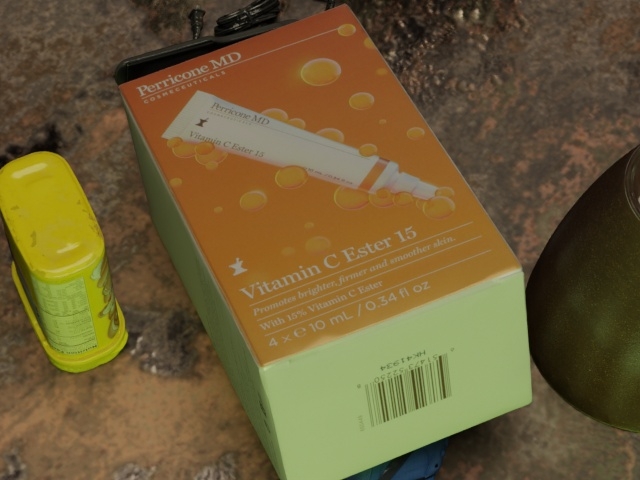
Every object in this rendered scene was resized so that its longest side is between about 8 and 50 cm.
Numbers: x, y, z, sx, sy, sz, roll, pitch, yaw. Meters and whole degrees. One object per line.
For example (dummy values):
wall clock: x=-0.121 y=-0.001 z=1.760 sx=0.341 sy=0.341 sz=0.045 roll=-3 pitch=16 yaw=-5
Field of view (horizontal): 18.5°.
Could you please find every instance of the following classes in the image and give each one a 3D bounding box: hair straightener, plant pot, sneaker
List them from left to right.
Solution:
hair straightener: x=-0.088 y=-0.194 z=1.809 sx=0.230 sy=0.047 sz=0.089 roll=-27 pitch=65 yaw=-15
sneaker: x=0.079 y=0.156 z=1.614 sx=0.082 sy=0.069 sz=0.209 roll=46 pitch=66 yaw=1
plant pot: x=0.282 y=0.014 z=1.594 sx=0.215 sy=0.230 sz=0.215 roll=0 pitch=61 yaw=0

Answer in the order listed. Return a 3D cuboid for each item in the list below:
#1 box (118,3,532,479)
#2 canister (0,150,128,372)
box: x=0.000 y=0.000 z=1.586 sx=0.215 sy=0.168 sz=0.345 roll=-21 pitch=48 yaw=-10
canister: x=-0.215 y=0.018 z=1.621 sx=0.073 sy=0.170 sz=0.126 roll=-22 pitch=64 yaw=-12
